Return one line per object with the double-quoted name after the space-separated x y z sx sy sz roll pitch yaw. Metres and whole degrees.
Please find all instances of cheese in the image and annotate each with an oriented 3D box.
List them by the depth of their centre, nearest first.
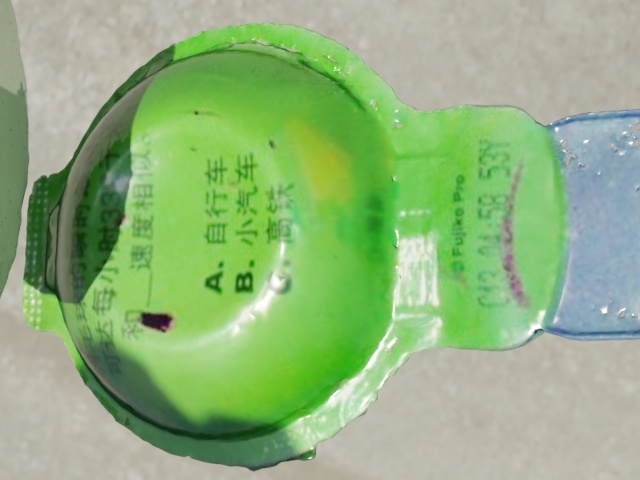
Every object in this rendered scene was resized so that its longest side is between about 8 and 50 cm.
0.000 0.000 0.749 0.320 0.204 0.083 -2 172 26 "cheese"

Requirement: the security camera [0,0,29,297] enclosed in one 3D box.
-0.253 -0.046 0.684 0.236 0.194 0.194 0 149 7 "security camera"
